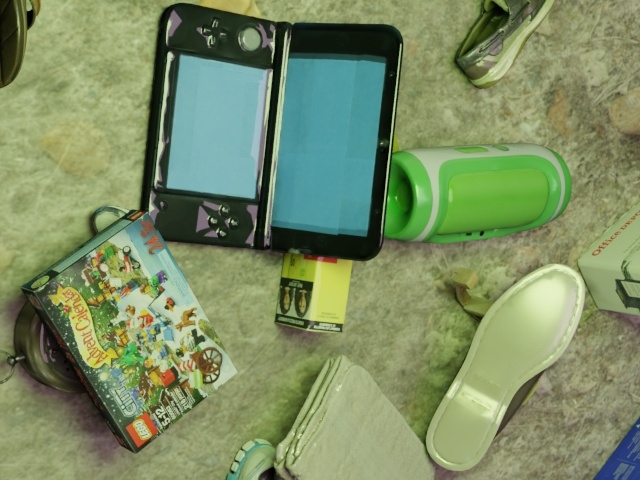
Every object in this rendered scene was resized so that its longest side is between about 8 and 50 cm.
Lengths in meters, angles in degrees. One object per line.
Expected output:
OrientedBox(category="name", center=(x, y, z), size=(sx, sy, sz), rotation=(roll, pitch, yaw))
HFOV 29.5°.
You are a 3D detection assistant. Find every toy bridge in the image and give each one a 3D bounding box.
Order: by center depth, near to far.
OrientedBox(category="toy bridge", center=(0.234, 0.097, 1.739), size=(0.188, 0.063, 0.026), rotation=(46, 69, -41))

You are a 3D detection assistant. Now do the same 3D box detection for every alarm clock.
OrientedBox(category="alarm clock", center=(-0.300, 0.119, 1.403), size=(0.192, 0.064, 0.129), rotation=(-22, 105, -27))

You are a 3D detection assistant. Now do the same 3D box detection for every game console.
OrientedBox(category="game console", center=(-0.060, -0.132, 1.471), size=(0.250, 0.173, 0.293), rotation=(6, 90, -33))

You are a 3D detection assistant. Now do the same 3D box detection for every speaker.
OrientedBox(category="speaker", center=(0.206, -0.068, 1.664), size=(0.297, 0.131, 0.131), rotation=(-6, 97, -37))

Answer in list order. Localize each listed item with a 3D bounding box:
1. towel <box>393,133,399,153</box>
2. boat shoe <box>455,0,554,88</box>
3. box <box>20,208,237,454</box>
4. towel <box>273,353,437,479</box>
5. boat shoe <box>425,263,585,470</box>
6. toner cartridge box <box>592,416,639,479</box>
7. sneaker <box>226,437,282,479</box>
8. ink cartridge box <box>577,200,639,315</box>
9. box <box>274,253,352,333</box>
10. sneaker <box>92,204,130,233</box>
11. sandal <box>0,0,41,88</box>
OrientedBox(category="towel", center=(0.068, -0.119, 1.644), size=(0.102, 0.021, 0.237), rotation=(-21, 105, -29))
OrientedBox(category="boat shoe", center=(0.265, -0.322, 1.721), size=(0.073, 0.080, 0.223), rotation=(37, 78, -34))
OrientedBox(category="box", center=(-0.213, 0.104, 1.392), size=(0.159, 0.044, 0.233), rotation=(-39, 115, -25))
OrientedBox(category="towel", center=(0.051, 0.298, 1.607), size=(0.282, 0.049, 0.187), rotation=(54, 52, -34))
OrientedBox(category="boat shoe", center=(0.258, 0.173, 1.697), size=(0.117, 0.097, 0.324), rotation=(32, 94, 11))
OrientedBox(category="toner cartridge box", center=(0.569, 0.329, 1.913), size=(0.348, 0.165, 0.075), rotation=(-46, 117, -21))
OrientedBox(category="sneaker", center=(-0.094, 0.347, 1.537), size=(0.071, 0.083, 0.190), rotation=(27, 80, -33))
OrientedBox(category="ink cartridge box", center=(0.537, 0.032, 1.829), size=(0.172, 0.237, 0.100), rotation=(-39, 115, -25))
OrientedBox(category="box", center=(0.000, 0.000, 1.571), size=(0.058, 0.087, 0.232), rotation=(9, 89, -33))
OrientedBox(category="sneaker", center=(-0.220, 0.016, 1.437), size=(0.052, 0.058, 0.135), rotation=(-34, 113, 7))
OrientedBox(category="sandal", center=(-0.345, -0.277, 1.344), size=(0.060, 0.090, 0.219), rotation=(2, 85, -55))
